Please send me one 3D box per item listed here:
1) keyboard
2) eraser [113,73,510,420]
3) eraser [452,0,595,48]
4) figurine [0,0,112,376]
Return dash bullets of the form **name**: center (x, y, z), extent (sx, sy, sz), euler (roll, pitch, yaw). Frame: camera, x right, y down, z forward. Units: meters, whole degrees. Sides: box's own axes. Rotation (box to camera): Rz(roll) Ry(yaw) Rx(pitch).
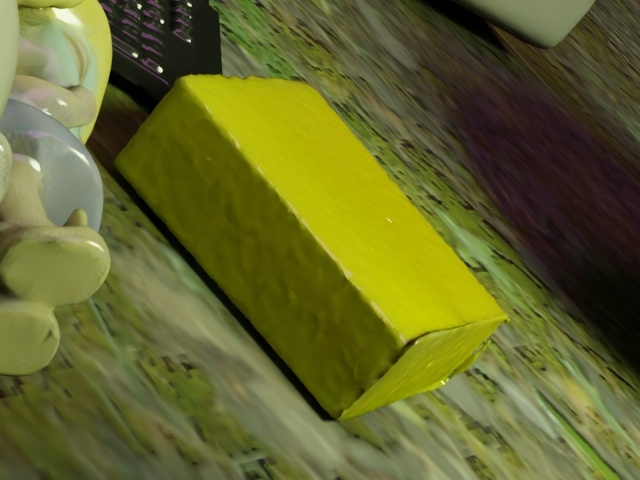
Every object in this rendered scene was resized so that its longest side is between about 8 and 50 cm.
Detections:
- **keyboard**: center (-0.087, -0.130, 0.767), extent (0.106, 0.016, 0.262), euler (34, 22, -21)
- **eraser**: center (0.000, 0.000, 0.622), extent (0.122, 0.045, 0.097), euler (49, 21, 17)
- **eraser**: center (0.040, -0.229, 1.082), extent (0.270, 0.095, 0.174), euler (23, 27, -42)
- **figurine**: center (-0.124, -0.069, 0.431), extent (0.155, 0.127, 0.235), euler (15, 26, -16)
